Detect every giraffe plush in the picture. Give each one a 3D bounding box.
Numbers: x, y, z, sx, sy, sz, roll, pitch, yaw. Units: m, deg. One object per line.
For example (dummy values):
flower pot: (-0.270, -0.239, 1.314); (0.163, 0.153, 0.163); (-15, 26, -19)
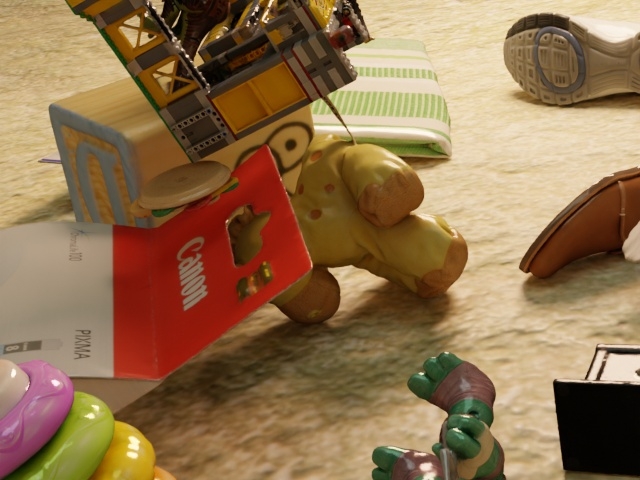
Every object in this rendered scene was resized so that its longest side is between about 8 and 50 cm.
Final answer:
giraffe plush: (0.000, 0.000, 1.175); (0.170, 0.210, 0.181); (-40, -4, -8)

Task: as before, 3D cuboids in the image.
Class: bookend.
bookend: (0.259, 0.093, 0.936); (0.156, 0.072, 0.157); (0, 24, 25)

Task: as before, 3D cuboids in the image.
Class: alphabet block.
alphabet block: (-0.127, -0.065, 1.332); (0.197, 0.192, 0.193); (-22, 27, -27)

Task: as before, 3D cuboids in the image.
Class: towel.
towel: (0.025, -0.181, 1.638); (0.248, 0.038, 0.325); (1, 28, -5)

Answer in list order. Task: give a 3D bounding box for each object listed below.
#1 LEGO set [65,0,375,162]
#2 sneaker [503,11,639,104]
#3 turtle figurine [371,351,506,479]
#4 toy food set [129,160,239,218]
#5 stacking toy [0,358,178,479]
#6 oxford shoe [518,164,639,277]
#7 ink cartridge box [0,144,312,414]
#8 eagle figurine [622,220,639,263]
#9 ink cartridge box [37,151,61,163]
LEGO set: (-0.061, -0.235, 1.150); (0.192, 0.255, 0.331); (-25, 16, 21)
sneaker: (0.360, -0.217, 1.619); (0.297, 0.111, 0.129); (12, 16, 35)
turtle figurine: (0.065, 0.171, 0.795); (0.175, 0.118, 0.234); (-47, 11, 20)
toy food set: (-0.111, -0.041, 1.104); (0.083, 0.020, 0.083); (7, 33, 45)
stacking toy: (-0.162, 0.126, 0.732); (0.175, 0.301, 0.165); (-29, 21, 2)
oxford shoe: (0.273, -0.017, 1.205); (0.212, 0.076, 0.076); (-29, 67, -17)
ink cartridge box: (-0.203, 0.047, 1.058); (0.385, 0.091, 0.308); (-34, 22, 5)
eagle figurine: (0.366, -0.101, 1.053); (0.225, 0.298, 0.226); (-23, 26, -26)
ink cartridge box: (-0.173, -0.126, 1.656); (0.165, 0.065, 0.333); (7, 27, 34)
